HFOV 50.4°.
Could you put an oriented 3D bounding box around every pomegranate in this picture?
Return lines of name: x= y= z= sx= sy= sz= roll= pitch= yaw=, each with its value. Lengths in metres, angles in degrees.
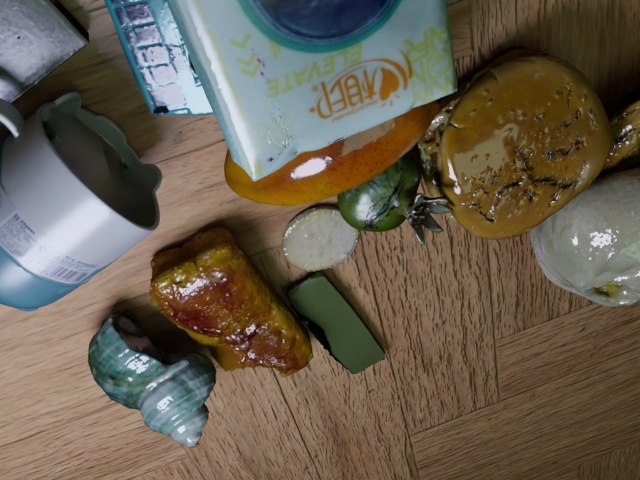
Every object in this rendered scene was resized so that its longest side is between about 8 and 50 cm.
pomegranate: x=0.115 y=-0.072 z=1.113 sx=0.131 sy=0.191 sz=0.152 roll=-18 pitch=137 yaw=-42

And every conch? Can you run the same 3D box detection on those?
conch: x=-0.291 y=0.249 z=1.226 sx=0.195 sy=0.277 sz=0.220 roll=-27 pitch=172 yaw=-17

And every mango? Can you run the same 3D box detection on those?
mango: x=-0.006 y=-0.164 z=1.011 sx=0.350 sy=0.199 sz=0.201 roll=-28 pitch=103 yaw=20

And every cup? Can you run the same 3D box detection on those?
cup: x=-0.393 y=-0.061 z=0.923 sx=0.257 sy=0.219 sz=0.289 roll=-36 pitch=125 yaw=12

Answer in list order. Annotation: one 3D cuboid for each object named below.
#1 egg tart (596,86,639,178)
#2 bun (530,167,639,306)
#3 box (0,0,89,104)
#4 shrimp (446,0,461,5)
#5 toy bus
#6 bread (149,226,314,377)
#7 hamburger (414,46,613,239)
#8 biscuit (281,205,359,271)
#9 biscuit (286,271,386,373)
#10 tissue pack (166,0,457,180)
egg tart: x=0.606 y=-0.201 z=1.240 sx=0.297 sy=0.132 sz=0.297 roll=-14 pitch=145 yaw=-10
bun: x=0.581 y=0.005 z=1.245 sx=0.365 sy=0.219 sz=0.365 roll=-3 pitch=164 yaw=-1
box: x=-0.481 y=-0.227 z=0.866 sx=0.325 sy=0.047 sz=0.180 roll=-35 pitch=130 yaw=8
shrimp: x=0.238 y=-0.445 z=0.943 sx=0.317 sy=0.077 sz=0.168 roll=-33 pitch=141 yaw=13
toy bus: x=-0.187 y=-0.287 z=0.858 sx=0.147 sy=0.128 sz=0.256 roll=-5 pitch=130 yaw=11
bread: x=-0.155 y=0.144 z=1.244 sx=0.185 sy=0.109 sz=0.380 roll=-30 pitch=133 yaw=4
hamburger: x=0.315 y=-0.158 z=1.138 sx=0.304 sy=0.174 sz=0.284 roll=-38 pitch=119 yaw=3
biscuit: x=0.000 y=0.000 z=1.240 sx=0.152 sy=0.020 sz=0.152 roll=-10 pitch=129 yaw=-12
biscuit: x=0.033 y=0.172 z=1.379 sx=0.099 sy=0.038 sz=0.322 roll=-34 pitch=131 yaw=4
tissue pack: x=-0.027 y=-0.293 z=0.716 sx=0.287 sy=0.162 sz=0.388 roll=-24 pitch=131 yaw=-6
